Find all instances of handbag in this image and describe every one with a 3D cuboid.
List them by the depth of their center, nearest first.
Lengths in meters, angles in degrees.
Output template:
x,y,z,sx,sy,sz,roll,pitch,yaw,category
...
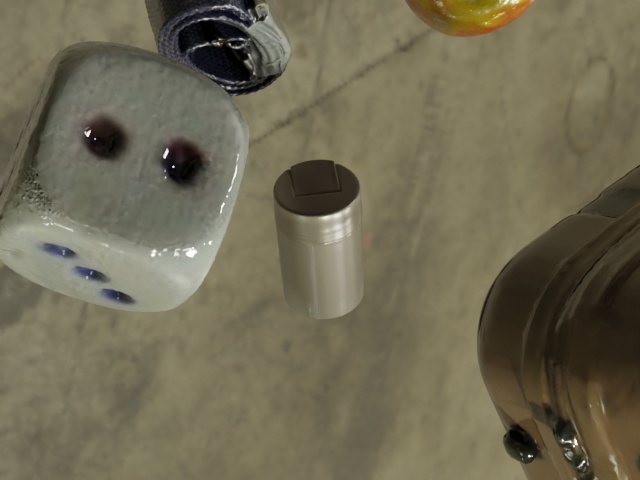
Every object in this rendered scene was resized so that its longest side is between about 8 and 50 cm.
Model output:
x,y,z,sx,sy,sz,roll,pitch,yaw,category
0.238,0.086,0.754,0.283,0.149,0.302,-39,114,-27,handbag

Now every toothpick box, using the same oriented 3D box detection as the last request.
x,y,z,sx,sy,sz,roll,pitch,yaw,category
0.000,0.000,1.890,0.111,0.111,0.181,-43,144,-35,toothpick box

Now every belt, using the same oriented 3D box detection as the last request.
x,y,z,sx,sy,sz,roll,pitch,yaw,category
-0.114,-0.251,1.622,0.230,0.139,0.126,47,27,-68,belt

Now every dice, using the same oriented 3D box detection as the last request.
x,y,z,sx,sy,sz,roll,pitch,yaw,category
-0.183,-0.054,1.354,0.192,0.193,0.194,22,69,-16,dice

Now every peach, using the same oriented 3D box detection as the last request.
x,y,z,sx,sy,sz,roll,pitch,yaw,category
0.183,-0.349,1.836,0.192,0.190,0.190,-96,172,-50,peach
